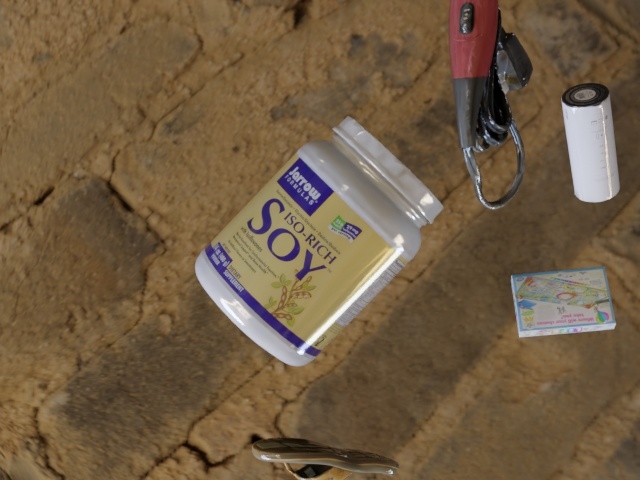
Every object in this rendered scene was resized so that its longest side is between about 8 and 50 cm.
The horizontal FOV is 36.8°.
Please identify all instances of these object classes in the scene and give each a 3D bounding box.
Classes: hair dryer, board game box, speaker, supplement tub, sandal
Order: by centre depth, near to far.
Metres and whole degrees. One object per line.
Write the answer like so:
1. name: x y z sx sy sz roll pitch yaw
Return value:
1. hair dryer: 0.122 -0.193 0.681 0.223 0.080 0.293 -74 -32 -53
2. sandal: 0.007 0.264 1.117 0.180 0.072 0.049 14 -93 -21
3. speaker: 0.319 -0.113 1.130 0.055 0.055 0.136 -35 -52 -22
4. supplement tub: 0.000 0.000 1.460 0.241 0.241 0.331 43 -86 -9
5. board game box: 0.398 0.101 1.583 0.154 0.026 0.103 -5 -117 6
